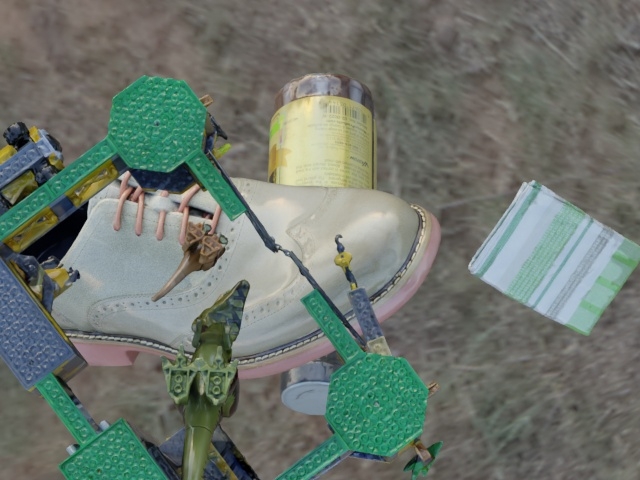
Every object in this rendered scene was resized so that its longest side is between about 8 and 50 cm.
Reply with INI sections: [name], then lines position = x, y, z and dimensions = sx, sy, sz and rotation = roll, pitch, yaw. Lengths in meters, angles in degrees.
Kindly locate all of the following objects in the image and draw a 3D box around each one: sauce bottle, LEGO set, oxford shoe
[sauce bottle]
position = 0.000, 0.000, 1.685
dimensions = 0.111, 0.111, 0.344
rotation = -11, 55, 18
[LEGO set]
position = -0.088, 0.072, 1.121
dimensions = 0.331, 0.192, 0.255
rotation = 44, 83, 9
[oxford shoe]
position = -0.100, 0.010, 1.285
dimensions = 0.397, 0.146, 0.140
rotation = -9, 46, 34

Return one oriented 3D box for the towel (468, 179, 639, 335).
[towel]
position = 0.236, 0.018, 1.737
dimensions = 0.152, 0.023, 0.113
rotation = 29, 104, -21
